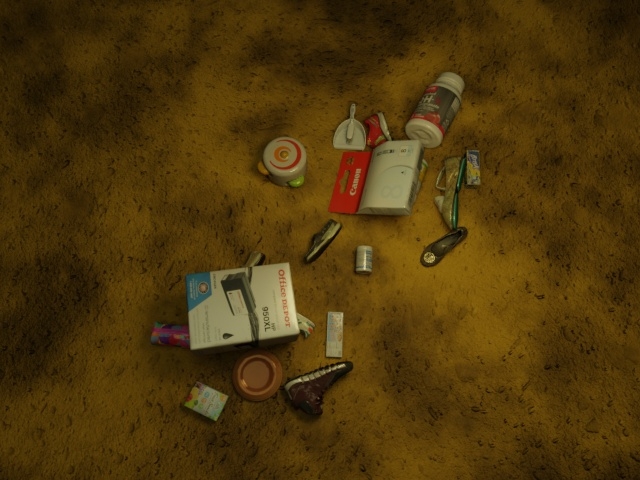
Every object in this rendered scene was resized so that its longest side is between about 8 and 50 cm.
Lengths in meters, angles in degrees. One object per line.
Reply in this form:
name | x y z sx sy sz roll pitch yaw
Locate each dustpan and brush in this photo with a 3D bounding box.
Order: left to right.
dustpan and brush | 0.140 -0.521 2.133 0.147 0.060 0.211 5 68 9

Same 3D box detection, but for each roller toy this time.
roller toy | -0.156 -0.347 2.039 0.209 0.146 0.191 16 74 5

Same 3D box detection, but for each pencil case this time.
pencil case | -0.548 0.375 1.849 0.236 0.104 0.104 3 73 2

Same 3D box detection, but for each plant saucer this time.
plant saucer | -0.248 0.527 1.836 0.199 0.037 0.200 0 73 0

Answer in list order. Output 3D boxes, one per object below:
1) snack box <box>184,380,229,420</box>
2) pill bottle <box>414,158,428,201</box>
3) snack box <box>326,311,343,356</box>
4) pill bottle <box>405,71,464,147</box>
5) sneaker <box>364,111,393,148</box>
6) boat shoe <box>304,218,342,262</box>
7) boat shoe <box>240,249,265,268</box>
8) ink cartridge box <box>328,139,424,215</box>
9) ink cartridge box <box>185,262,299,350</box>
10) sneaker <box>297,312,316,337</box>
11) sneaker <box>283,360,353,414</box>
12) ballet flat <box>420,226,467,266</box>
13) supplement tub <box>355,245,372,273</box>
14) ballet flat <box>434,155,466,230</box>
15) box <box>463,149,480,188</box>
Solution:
snack box | -0.438 0.619 1.807 0.141 0.037 0.100 24 76 6
pill bottle | 0.362 -0.237 2.014 0.136 0.136 0.246 21 75 6
snack box | 0.058 0.379 1.888 0.064 0.022 0.178 2 74 1
pill bottle | 0.523 -0.590 2.099 0.176 0.176 0.319 28 75 8
sneaker | 0.267 -0.439 2.109 0.118 0.107 0.279 -18 70 14
boat shoe | 0.000 -0.001 1.977 0.073 0.080 0.223 37 71 16
boat shoe | -0.305 0.126 1.948 0.072 0.068 0.190 24 66 20
ink cartridge box | 0.219 -0.265 1.964 0.385 0.091 0.308 5 71 30
ink cartridge box | -0.292 0.257 1.770 0.394 0.166 0.286 -7 70 -10
sneaker | -0.103 0.331 1.883 0.161 0.057 0.075 29 70 5
sneaker | 0.012 0.575 1.799 0.281 0.106 0.163 -20 79 5
ballet flat | 0.526 0.020 1.978 0.250 0.058 0.084 -34 76 -10
supplement tub | 0.182 0.081 1.953 0.071 0.071 0.107 3 75 1
ballet flat | 0.553 -0.206 2.028 0.123 0.123 0.349 12 74 3
box | 0.673 -0.317 2.082 0.059 0.054 0.169 3 73 1
